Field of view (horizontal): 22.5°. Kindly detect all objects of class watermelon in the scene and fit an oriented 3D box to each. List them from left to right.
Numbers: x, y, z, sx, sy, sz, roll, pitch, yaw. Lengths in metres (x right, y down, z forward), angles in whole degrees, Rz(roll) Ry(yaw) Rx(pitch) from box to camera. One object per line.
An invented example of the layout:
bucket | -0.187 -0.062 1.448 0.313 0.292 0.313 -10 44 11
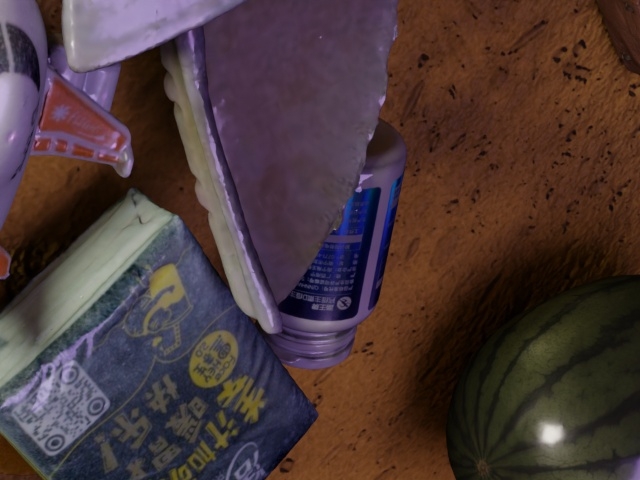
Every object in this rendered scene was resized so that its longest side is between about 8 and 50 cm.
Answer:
watermelon | 0.288 0.170 1.503 0.359 0.279 0.279 -19 131 -33

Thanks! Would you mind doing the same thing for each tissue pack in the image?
tissue pack | -0.125 0.113 1.160 0.185 0.081 0.257 -45 136 -14

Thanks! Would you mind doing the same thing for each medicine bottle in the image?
medicine bottle | 0.000 0.000 1.238 0.107 0.107 0.191 -15 129 -35

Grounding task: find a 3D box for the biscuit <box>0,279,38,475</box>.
biscuit | -0.252 0.104 1.129 0.301 0.049 0.197 1 110 -44

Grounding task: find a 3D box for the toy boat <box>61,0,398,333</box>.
toy boat | -0.038 -0.137 1.070 0.276 0.111 0.293 -53 137 -25

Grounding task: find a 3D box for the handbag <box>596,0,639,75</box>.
handbag | 0.313 -0.228 1.384 0.151 0.072 0.193 -44 138 -9

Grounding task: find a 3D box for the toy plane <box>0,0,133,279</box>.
toy plane | -0.222 -0.055 0.984 0.245 0.117 0.244 -23 133 -27
